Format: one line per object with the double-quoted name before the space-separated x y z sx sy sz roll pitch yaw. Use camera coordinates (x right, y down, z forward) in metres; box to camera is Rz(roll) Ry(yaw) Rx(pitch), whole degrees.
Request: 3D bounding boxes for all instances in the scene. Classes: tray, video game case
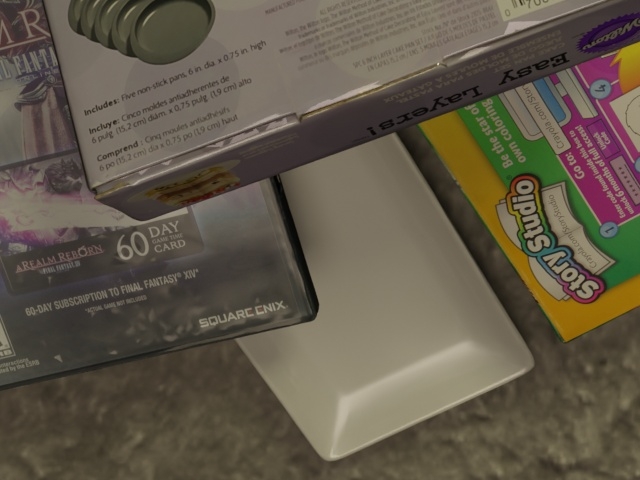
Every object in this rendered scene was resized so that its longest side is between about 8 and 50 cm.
"tray" 0.000 0.000 0.927 0.145 0.030 0.270 -26 119 14
"video game case" -0.131 -0.061 0.857 0.196 0.026 0.274 -13 112 10

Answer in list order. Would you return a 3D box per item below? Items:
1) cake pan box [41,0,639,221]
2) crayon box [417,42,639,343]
"cake pan box" -0.001 -0.165 0.718 0.267 0.246 0.070 -21 164 10
"crayon box" 0.128 -0.097 0.842 0.165 0.081 0.278 -28 118 15
